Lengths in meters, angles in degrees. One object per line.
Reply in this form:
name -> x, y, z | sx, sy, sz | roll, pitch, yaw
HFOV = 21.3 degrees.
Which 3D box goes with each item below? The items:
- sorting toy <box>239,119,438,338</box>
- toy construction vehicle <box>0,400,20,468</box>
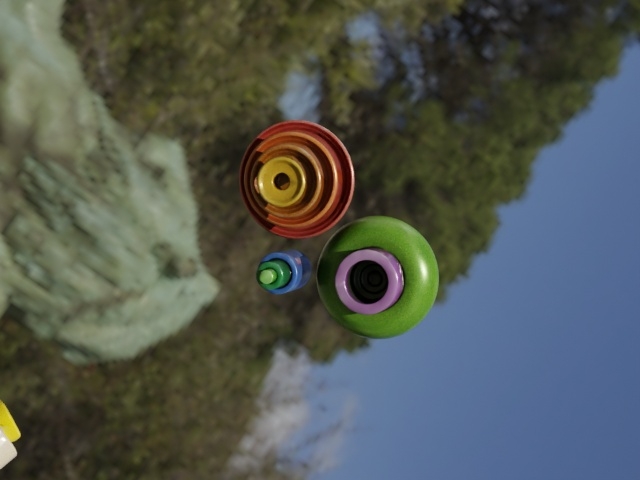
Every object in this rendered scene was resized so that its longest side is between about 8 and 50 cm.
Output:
sorting toy -> 0.000, 0.000, 0.688 | 0.061, 0.102, 0.042 | -40, 175, 13
toy construction vehicle -> -0.113, 0.031, 0.364 | 0.086, 0.035, 0.098 | -43, 138, -18
